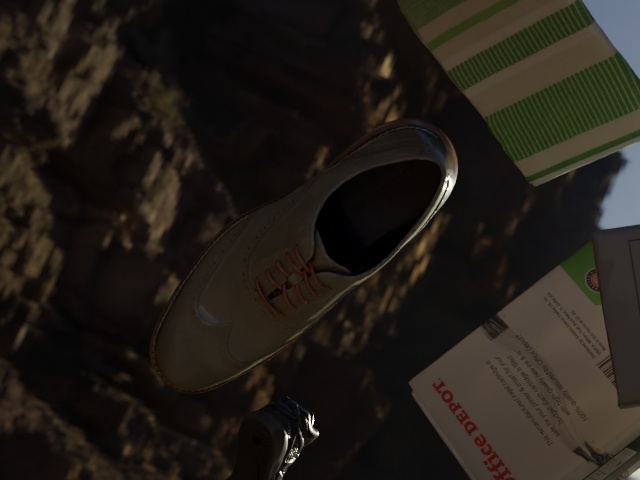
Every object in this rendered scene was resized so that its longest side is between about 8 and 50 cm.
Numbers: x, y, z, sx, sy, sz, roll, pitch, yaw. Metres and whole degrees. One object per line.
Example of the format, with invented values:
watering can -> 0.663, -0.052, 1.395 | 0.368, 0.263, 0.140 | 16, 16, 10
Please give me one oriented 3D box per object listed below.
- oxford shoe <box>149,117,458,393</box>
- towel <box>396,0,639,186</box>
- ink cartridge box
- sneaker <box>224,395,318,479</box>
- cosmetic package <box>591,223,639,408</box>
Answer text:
oxford shoe -> -0.028, 0.020, 1.476 | 0.140, 0.397, 0.146 | 46, 9, -6
towel -> 0.268, -0.232, 1.848 | 0.325, 0.038, 0.248 | 51, -39, -13
ink cartridge box -> 0.263, 0.156, 1.521 | 0.198, 0.273, 0.115 | 54, 5, 34
sneaker -> -0.067, 0.308, 2.011 | 0.087, 0.130, 0.227 | 31, -53, 25
cosmetic package -> 0.383, 0.048, 1.196 | 0.296, 0.153, 0.129 | -8, -9, 10
